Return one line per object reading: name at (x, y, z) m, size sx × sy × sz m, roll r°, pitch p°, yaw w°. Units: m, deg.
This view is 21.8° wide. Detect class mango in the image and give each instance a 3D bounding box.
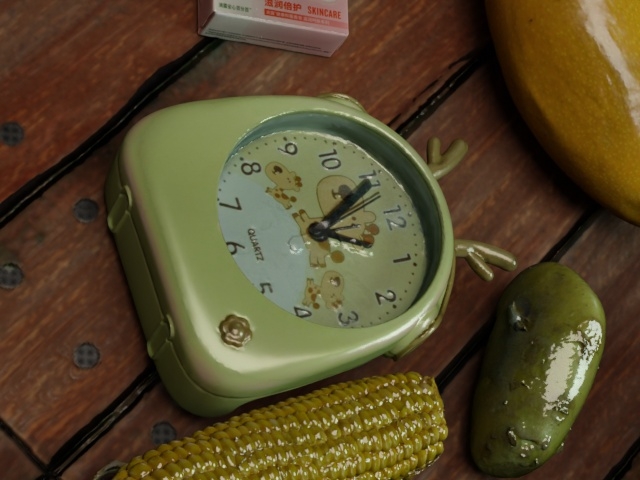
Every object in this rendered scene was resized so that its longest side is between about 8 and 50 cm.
mango at (0.244, -0.176, 1.461) m, size 0.187 × 0.144 × 0.359 m, roll -8°, pitch 76°, yaw -23°

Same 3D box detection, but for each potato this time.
potato at (0.172, 0.103, 1.346) m, size 0.085 × 0.105 × 0.188 m, roll 31°, pitch 72°, yaw -30°

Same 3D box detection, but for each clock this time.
clock at (0.000, 0.000, 1.303) m, size 0.308 × 0.096 × 0.235 m, roll -10°, pitch 68°, yaw -25°

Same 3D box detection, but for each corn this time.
corn at (-0.029, 0.170, 1.233) m, size 0.293 × 0.106 × 0.106 m, roll -15°, pitch 77°, yaw -32°

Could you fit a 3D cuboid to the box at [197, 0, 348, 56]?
box at (-0.040, -0.211, 1.406) m, size 0.125 × 0.043 × 0.089 m, roll 6°, pitch 68°, yaw -22°
